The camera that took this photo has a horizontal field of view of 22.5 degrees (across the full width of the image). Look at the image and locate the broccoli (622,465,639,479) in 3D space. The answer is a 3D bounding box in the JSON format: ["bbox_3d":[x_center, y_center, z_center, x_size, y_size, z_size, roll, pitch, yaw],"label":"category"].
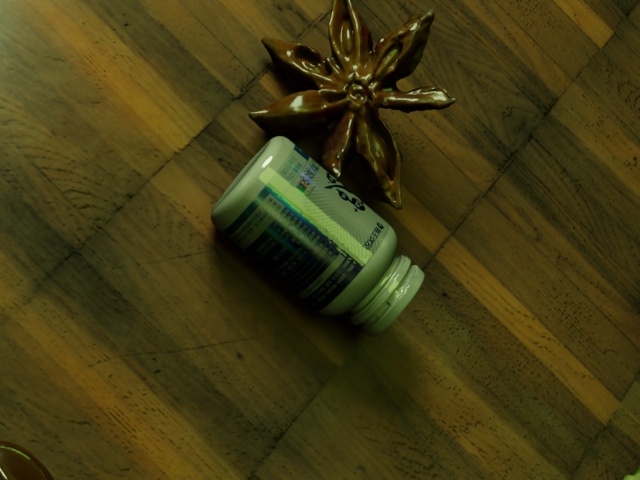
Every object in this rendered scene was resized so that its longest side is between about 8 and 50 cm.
[{"bbox_3d":[0.386,0.176,1.596,0.361,0.221,0.252,-23,115,-35],"label":"broccoli"}]

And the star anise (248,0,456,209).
[{"bbox_3d":[0.029,-0.145,1.582,0.196,0.111,0.212,8,93,-6],"label":"star anise"}]

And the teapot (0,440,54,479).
[{"bbox_3d":[-0.245,0.218,1.268,0.098,0.078,0.129,-17,76,-34],"label":"teapot"}]

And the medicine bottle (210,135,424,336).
[{"bbox_3d":[0.000,0.000,1.495,0.191,0.107,0.107,40,54,-7],"label":"medicine bottle"}]
